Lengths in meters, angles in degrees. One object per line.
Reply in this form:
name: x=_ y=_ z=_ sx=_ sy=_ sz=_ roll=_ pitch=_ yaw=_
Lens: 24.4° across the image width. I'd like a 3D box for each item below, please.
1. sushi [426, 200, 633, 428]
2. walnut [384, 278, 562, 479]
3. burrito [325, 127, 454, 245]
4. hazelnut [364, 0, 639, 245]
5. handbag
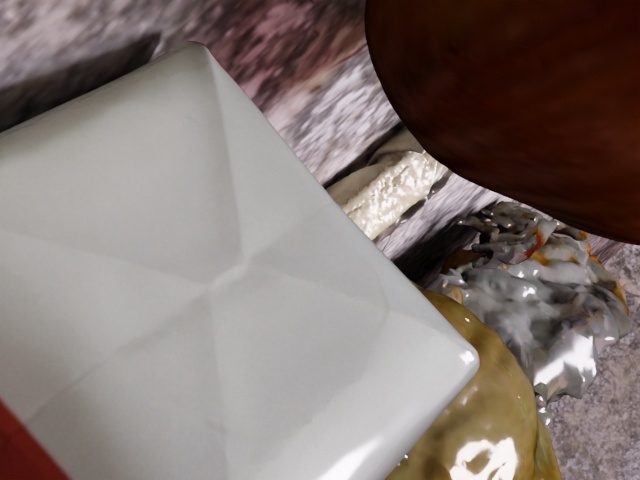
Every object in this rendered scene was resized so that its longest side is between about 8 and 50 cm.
sushi: x=0.084 y=0.132 z=1.185 sx=0.417 sy=0.176 sz=0.417 roll=-41 pitch=169 yaw=-10
walnut: x=-0.001 y=0.150 z=0.821 sx=0.283 sy=0.283 sz=0.227 roll=-38 pitch=142 yaw=-23
burrito: x=0.000 y=0.000 z=0.774 sx=0.185 sy=0.041 sz=0.045 roll=-39 pitch=126 yaw=-15
hazelnut: x=0.125 y=-0.094 z=0.544 sx=0.186 sy=0.210 sz=0.210 roll=-67 pitch=167 yaw=2
handbag: x=-0.107 y=0.095 z=0.480 sx=0.298 sy=0.151 sz=0.171 roll=-47 pitch=174 yaw=37
